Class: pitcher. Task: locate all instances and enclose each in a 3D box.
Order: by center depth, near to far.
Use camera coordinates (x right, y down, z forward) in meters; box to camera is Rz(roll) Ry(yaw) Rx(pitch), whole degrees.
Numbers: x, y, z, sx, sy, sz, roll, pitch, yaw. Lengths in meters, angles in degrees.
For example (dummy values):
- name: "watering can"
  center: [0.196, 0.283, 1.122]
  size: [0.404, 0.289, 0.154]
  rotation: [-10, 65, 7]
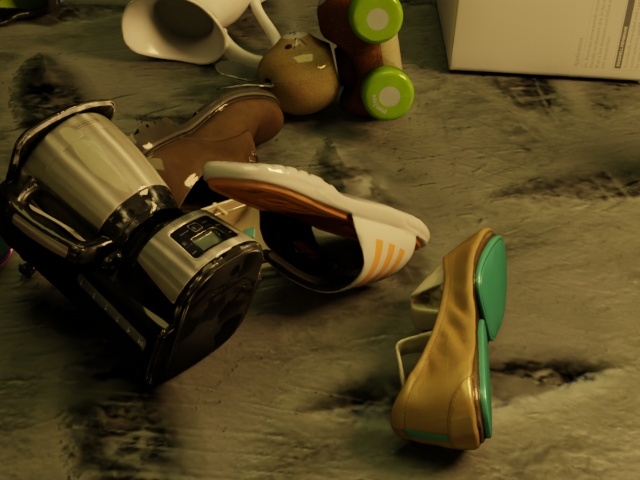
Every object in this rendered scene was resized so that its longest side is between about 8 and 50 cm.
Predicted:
- name: "pitcher"
  center: [-0.114, -0.274, 1.365]
  size: [0.177, 0.125, 0.207]
  rotation: [22, 42, -9]

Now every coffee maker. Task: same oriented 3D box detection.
- name: "coffee maker"
  center: [-0.138, 0.011, 0.884]
  size: [0.120, 0.171, 0.178]
  rotation: [-40, 71, -21]

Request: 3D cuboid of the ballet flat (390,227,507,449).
- name: "ballet flat"
  center: [0.093, 0.061, 0.880]
  size: [0.073, 0.080, 0.232]
  rotation: [-5, 29, 15]

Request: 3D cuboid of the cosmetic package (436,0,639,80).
- name: "cosmetic package"
  center: [0.254, -0.293, 1.395]
  size: [0.224, 0.138, 0.224]
  rotation: [4, 32, -2]

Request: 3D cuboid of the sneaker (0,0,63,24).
- name: "sneaker"
  center: [-0.388, -0.286, 1.384]
  size: [0.188, 0.067, 0.078]
  rotation: [1, 26, -9]

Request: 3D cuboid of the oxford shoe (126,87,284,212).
- name: "oxford shoe"
  center: [-0.091, -0.070, 1.082]
  size: [0.096, 0.083, 0.227]
  rotation: [41, 38, 9]

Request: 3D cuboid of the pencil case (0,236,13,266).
- name: "pencil case"
  center: [-0.320, -0.018, 0.969]
  size: [0.151, 0.064, 0.070]
  rotation: [11, 58, 10]

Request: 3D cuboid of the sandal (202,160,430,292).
- name: "sandal"
  center: [-0.010, -0.001, 0.921]
  size: [0.102, 0.076, 0.265]
  rotation: [7, -6, 32]

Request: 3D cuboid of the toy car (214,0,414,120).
- name: "toy car"
  center: [-0.014, -0.186, 1.212]
  size: [0.188, 0.149, 0.155]
  rotation: [-11, 21, -1]

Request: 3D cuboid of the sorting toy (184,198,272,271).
- name: "sorting toy"
  center: [-0.070, 0.002, 0.988]
  size: [0.083, 0.045, 0.075]
  rotation: [-20, 47, -33]
